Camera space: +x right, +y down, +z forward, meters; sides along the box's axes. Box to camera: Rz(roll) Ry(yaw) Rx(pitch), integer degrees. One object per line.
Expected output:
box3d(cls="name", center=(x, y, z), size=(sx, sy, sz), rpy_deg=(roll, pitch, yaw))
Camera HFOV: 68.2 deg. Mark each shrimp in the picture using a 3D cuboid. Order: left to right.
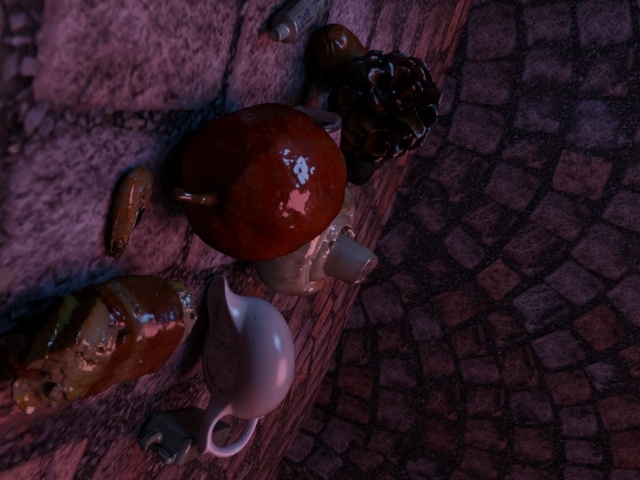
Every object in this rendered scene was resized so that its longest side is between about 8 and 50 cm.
box3d(cls="shrimp", center=(-0.207, -0.031, 0.522), size=(0.059, 0.023, 0.108), rpy_deg=(-52, 164, -73))

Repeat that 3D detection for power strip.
box3d(cls="power strip", center=(-0.250, 0.358, 0.871), size=(0.053, 0.093, 0.288), rpy_deg=(-61, 167, -12))

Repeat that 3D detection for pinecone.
box3d(cls="pinecone", center=(0.108, -0.219, 0.791), size=(0.205, 0.179, 0.184), rpy_deg=(-113, -163, -60))

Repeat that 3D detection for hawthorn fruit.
box3d(cls="hawthorn fruit", center=(-0.083, -0.067, 0.586), size=(0.253, 0.205, 0.205), rpy_deg=(-33, 145, -52))

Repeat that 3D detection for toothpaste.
box3d(cls="toothpaste", center=(-0.019, -0.340, 0.694), size=(0.064, 0.041, 0.218), rpy_deg=(91, 22, -46))

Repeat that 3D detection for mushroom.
box3d(cls="mushroom", center=(0.000, 0.000, 0.924), size=(0.260, 0.234, 0.254), rpy_deg=(-61, 163, -17))

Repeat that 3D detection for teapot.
box3d(cls="teapot", center=(-0.140, 0.223, 0.828), size=(0.165, 0.208, 0.300), rpy_deg=(24, 70, -53))

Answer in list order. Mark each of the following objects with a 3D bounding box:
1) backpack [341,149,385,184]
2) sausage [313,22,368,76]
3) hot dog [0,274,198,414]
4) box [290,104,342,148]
box3d(cls="backpack", center=(0.085, -0.232, 1.003), size=(0.133, 0.206, 0.258), rpy_deg=(13, 118, -32))
box3d(cls="sausage", center=(0.040, -0.334, 0.852), size=(0.076, 0.076, 0.197), rpy_deg=(-69, 165, 12))
box3d(cls="hot dog", center=(-0.229, 0.098, 0.505), size=(0.146, 0.103, 0.213), rpy_deg=(-47, 162, 14))
box3d(cls="box", center=(-0.031, -0.140, 0.763), size=(0.151, 0.151, 0.135), rpy_deg=(-48, 151, -53))
